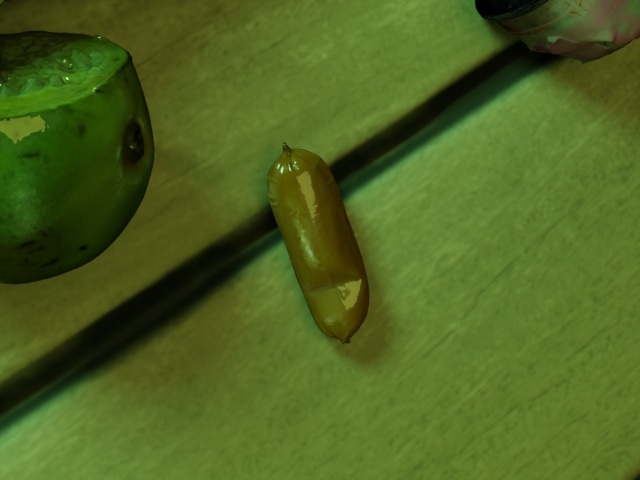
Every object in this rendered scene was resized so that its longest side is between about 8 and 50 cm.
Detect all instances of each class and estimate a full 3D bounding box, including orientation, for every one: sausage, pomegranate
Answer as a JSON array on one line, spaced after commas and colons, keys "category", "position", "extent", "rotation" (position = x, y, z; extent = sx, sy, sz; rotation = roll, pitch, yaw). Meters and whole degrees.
[{"category": "sausage", "position": [0.000, 0.000, 1.006], "extent": [0.062, 0.054, 0.183], "rotation": [-19, 103, 10]}, {"category": "pomegranate", "position": [-0.235, -0.046, 0.832], "extent": [0.241, 0.190, 0.159], "rotation": [-16, 121, -24]}]

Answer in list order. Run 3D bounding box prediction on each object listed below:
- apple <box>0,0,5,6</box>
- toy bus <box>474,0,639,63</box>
[{"category": "apple", "position": [-0.267, -0.218, 0.760], "extent": [0.179, 0.254, 0.346], "rotation": [37, 73, -12]}, {"category": "toy bus", "position": [0.267, -0.307, 1.078], "extent": [0.147, 0.127, 0.302], "rotation": [32, 79, -25]}]
